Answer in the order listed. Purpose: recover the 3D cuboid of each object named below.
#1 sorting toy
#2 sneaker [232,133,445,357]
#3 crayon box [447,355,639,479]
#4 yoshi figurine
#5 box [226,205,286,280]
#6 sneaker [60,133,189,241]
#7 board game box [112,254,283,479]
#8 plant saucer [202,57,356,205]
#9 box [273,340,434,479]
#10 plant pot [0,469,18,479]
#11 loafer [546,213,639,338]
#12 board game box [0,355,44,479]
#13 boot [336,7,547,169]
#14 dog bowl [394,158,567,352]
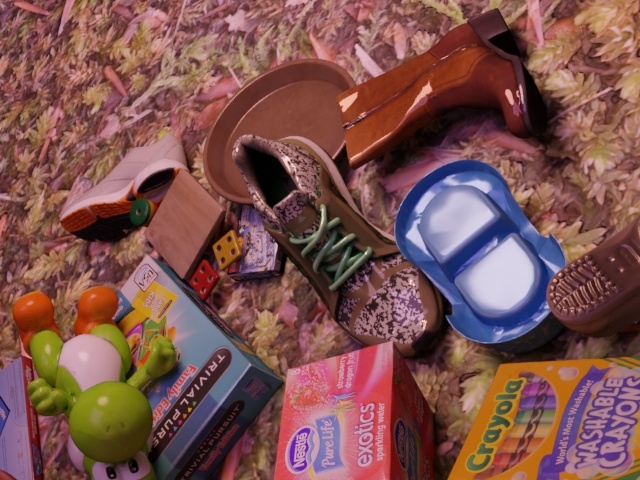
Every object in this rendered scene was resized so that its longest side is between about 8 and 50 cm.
[{"bbox_3d":[-0.200,-0.019,1.903,0.274,0.046,0.132,44,110,40],"label":"sorting toy"},{"bbox_3d":[0.000,0.000,1.619,0.158,0.182,0.410,-48,61,11],"label":"sneaker"},{"bbox_3d":[0.274,0.225,1.302,0.323,0.083,0.203,-9,33,37],"label":"crayon box"},{"bbox_3d":[-0.313,0.199,1.679,0.203,0.203,0.362,-39,50,9],"label":"yoshi figurine"},{"bbox_3d":[-0.089,-0.008,1.836,0.094,0.027,0.137,-7,62,36],"label":"box"},{"bbox_3d":[-0.332,-0.092,2.053,0.262,0.099,0.121,-24,45,18],"label":"sneaker"},{"bbox_3d":[-0.240,0.210,1.800,0.253,0.079,0.336,-53,44,3],"label":"board game box"},{"bbox_3d":[-0.058,-0.165,1.865,0.278,0.041,0.277,-17,51,23],"label":"plant saucer"},{"bbox_3d":[0.040,0.282,1.401,0.154,0.142,0.300,-17,35,18],"label":"box"},{"bbox_3d":[-0.475,0.471,1.736,0.265,0.272,0.272,24,82,54],"label":"plant pot"},{"bbox_3d":[0.388,0.026,1.378,0.269,0.092,0.102,-27,54,5],"label":"loafer"},{"bbox_3d":[-0.531,0.344,2.003,0.145,0.027,0.281,-33,49,19],"label":"board game box"},{"bbox_3d":[0.155,-0.181,1.653,0.280,0.096,0.264,-27,49,14],"label":"boot"},{"bbox_3d":[0.213,0.023,1.525,0.166,0.074,0.297,-40,47,8],"label":"dog bowl"}]
